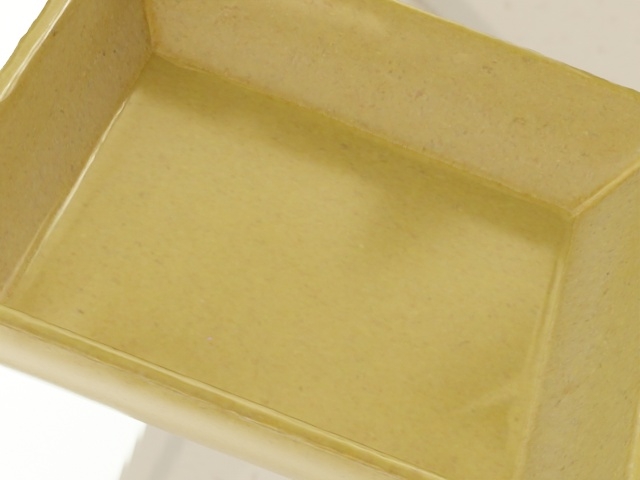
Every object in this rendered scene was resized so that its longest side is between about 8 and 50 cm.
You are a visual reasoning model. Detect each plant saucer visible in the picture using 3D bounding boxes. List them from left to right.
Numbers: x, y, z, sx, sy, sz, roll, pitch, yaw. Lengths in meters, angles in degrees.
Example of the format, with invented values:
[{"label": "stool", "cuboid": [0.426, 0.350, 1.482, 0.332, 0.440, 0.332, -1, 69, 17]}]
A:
[{"label": "plant saucer", "cuboid": [0.000, 0.000, 0.939, 0.333, 0.333, 0.081, -68, 0, -51]}]
